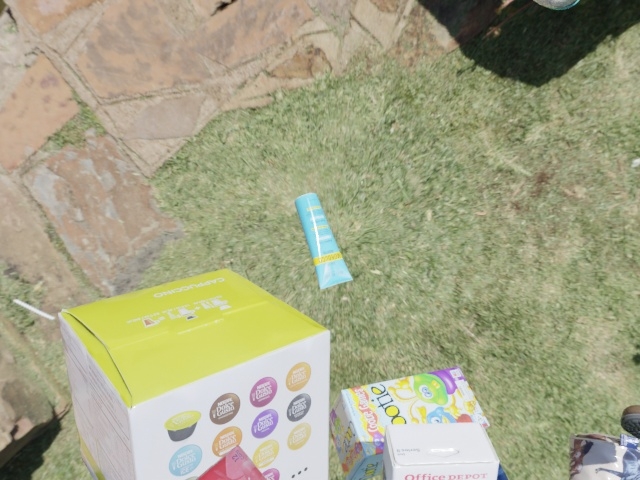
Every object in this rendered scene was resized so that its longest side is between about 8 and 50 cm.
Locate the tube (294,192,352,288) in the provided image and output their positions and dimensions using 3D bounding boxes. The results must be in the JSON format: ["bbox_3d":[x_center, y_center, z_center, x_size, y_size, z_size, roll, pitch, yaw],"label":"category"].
[{"bbox_3d":[0.000,0.000,1.201,0.080,0.052,0.207,-15,76,-23],"label":"tube"}]

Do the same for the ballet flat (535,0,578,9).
[{"bbox_3d":[0.292,-0.359,0.733,0.057,0.168,0.052,-29,130,18],"label":"ballet flat"}]

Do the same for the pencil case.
[{"bbox_3d":[0.622,0.624,1.167,0.184,0.160,0.410,-5,63,35],"label":"pencil case"}]

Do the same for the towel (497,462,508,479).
[{"bbox_3d":[0.544,0.731,1.752,0.067,0.029,0.119,-29,81,13],"label":"towel"}]

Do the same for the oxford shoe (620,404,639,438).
[{"bbox_3d":[0.583,0.282,0.904,0.227,0.082,0.096,8,55,-15],"label":"oxford shoe"}]

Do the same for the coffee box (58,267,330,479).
[{"bbox_3d":[-0.217,0.280,0.970,0.338,0.338,0.334,-15,115,-36],"label":"coffee box"}]

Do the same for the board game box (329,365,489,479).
[{"bbox_3d":[0.175,0.377,1.147,0.276,0.144,0.142,-6,50,-21],"label":"board game box"}]

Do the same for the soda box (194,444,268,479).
[{"bbox_3d":[-0.044,0.364,0.613,0.083,0.092,0.263,-34,70,-30],"label":"soda box"}]

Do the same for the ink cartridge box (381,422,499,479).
[{"bbox_3d":[0.174,0.390,0.846,0.155,0.093,0.212,-1,113,-3],"label":"ink cartridge box"}]
